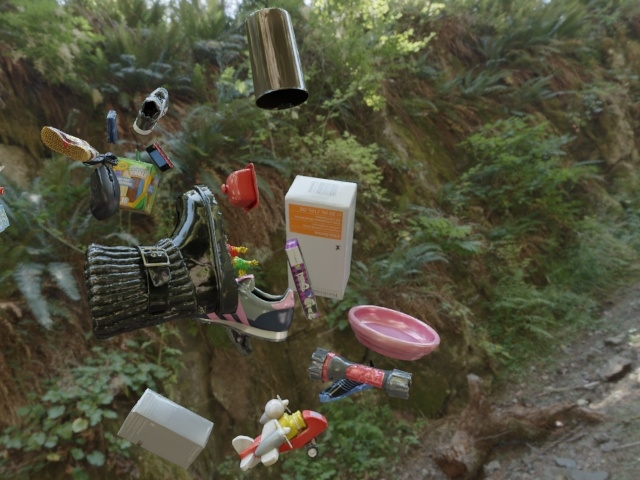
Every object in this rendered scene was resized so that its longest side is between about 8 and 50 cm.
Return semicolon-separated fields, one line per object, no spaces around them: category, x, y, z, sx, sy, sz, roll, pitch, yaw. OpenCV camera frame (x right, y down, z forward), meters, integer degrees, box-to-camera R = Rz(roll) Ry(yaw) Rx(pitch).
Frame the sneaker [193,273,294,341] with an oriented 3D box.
sneaker;-0.213;0.126;0.942;0.319;0.131;0.112;17;4;-10

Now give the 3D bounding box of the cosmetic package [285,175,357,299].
cosmetic package;0.000;0.000;1.561;0.230;0.453;0.161;9;41;10

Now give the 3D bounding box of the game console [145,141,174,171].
game console;-0.804;-0.407;2.051;0.124;0.144;0.085;-20;26;24

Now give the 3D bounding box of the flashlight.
flashlight;0.120;0.410;1.259;0.304;0.103;0.103;10;43;18

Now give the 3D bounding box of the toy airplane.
toy airplane;-0.211;0.856;1.860;0.386;0.272;0.384;-11;1;41

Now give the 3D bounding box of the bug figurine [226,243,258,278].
bug figurine;-0.359;0.123;1.512;0.279;0.072;0.216;-50;-27;3

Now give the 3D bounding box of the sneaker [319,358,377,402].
sneaker;0.096;0.500;1.473;0.232;0.090;0.081;-20;-9;0

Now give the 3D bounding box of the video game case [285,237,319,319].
video game case;-0.057;0.106;1.239;0.042;0.210;0.232;-17;6;-1

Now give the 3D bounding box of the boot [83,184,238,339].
boot;-0.324;0.019;0.821;0.260;0.348;0.131;-5;-43;-24

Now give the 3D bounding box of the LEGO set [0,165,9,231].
LEGO set;-1.083;-0.147;1.364;0.060;0.244;0.182;-12;20;-15

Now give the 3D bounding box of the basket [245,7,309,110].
basket;-0.127;-0.505;1.158;0.154;0.226;0.204;-10;3;1

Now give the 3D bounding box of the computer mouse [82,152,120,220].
computer mouse;-0.844;-0.211;1.622;0.072;0.272;0.188;4;9;13

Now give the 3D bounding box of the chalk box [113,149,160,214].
chalk box;-0.889;-0.286;1.981;0.179;0.288;0.180;13;-6;-9

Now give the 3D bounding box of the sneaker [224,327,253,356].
sneaker;-0.231;0.251;1.280;0.130;0.227;0.087;-21;19;-8

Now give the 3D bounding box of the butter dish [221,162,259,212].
butter dish;-0.302;-0.187;1.502;0.118;0.160;0.160;-6;-5;-31

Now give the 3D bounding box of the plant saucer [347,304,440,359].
plant saucer;0.254;0.332;1.479;0.332;0.084;0.332;13;9;-2

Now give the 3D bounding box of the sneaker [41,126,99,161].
sneaker;-0.866;-0.330;1.428;0.069;0.186;0.084;-57;2;15

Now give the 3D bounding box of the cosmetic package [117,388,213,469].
cosmetic package;-0.463;0.571;1.248;0.127;0.238;0.107;-56;6;21

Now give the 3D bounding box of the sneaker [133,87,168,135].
sneaker;-0.630;-0.510;1.569;0.106;0.078;0.234;-35;34;50

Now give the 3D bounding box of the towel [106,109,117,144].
towel;-0.812;-0.440;1.605;0.029;0.067;0.119;4;-47;-18
